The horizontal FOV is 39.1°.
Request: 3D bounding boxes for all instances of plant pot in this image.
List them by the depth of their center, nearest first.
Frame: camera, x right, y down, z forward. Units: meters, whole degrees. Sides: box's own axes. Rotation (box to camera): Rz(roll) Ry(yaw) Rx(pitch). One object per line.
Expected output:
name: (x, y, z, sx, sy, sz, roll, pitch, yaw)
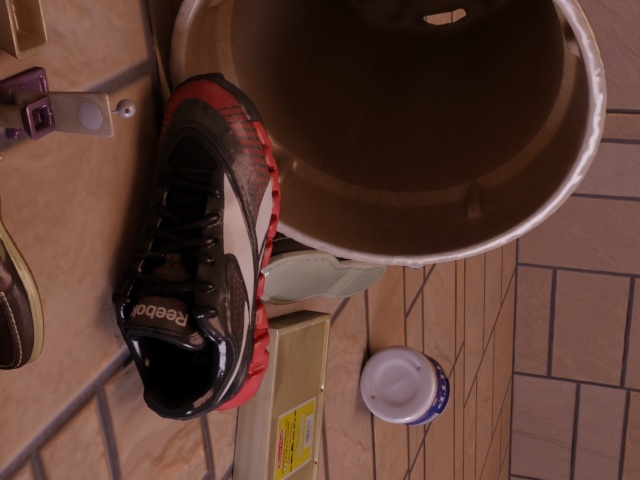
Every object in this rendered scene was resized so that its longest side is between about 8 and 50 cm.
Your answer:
plant pot: (0.076, -0.202, 0.794, 0.305, 0.334, 0.334, -73, 158, -45)

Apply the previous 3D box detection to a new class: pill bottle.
pill bottle: (0.136, 0.222, 1.360, 0.186, 0.112, 0.112, 34, 63, -68)

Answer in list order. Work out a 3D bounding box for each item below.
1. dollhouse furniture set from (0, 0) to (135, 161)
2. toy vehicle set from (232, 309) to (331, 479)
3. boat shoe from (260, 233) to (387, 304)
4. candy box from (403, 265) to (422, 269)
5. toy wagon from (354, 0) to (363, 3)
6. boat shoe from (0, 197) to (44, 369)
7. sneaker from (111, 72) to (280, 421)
dollhouse furniture set: (-0.156, -0.106, 0.503, 0.091, 0.081, 0.114, -50, 141, -58)
toy vehicle set: (-0.042, 0.215, 0.976, 0.166, 0.035, 0.267, -1, 96, -70)
boat shoe: (-0.012, 0.019, 0.960, 0.228, 0.081, 0.069, 6, 46, -59)
candy box: (0.075, -0.052, 1.061, 0.159, 0.071, 0.233, 59, 13, 15)
toy wagon: (0.075, -0.373, 1.091, 0.344, 0.068, 0.267, -65, 152, -42)
boat shoe: (-0.194, 0.007, 0.481, 0.049, 0.056, 0.152, -45, 127, -53)
sneaker: (-0.094, 0.013, 0.683, 0.135, 0.097, 0.276, -31, 125, -69)
